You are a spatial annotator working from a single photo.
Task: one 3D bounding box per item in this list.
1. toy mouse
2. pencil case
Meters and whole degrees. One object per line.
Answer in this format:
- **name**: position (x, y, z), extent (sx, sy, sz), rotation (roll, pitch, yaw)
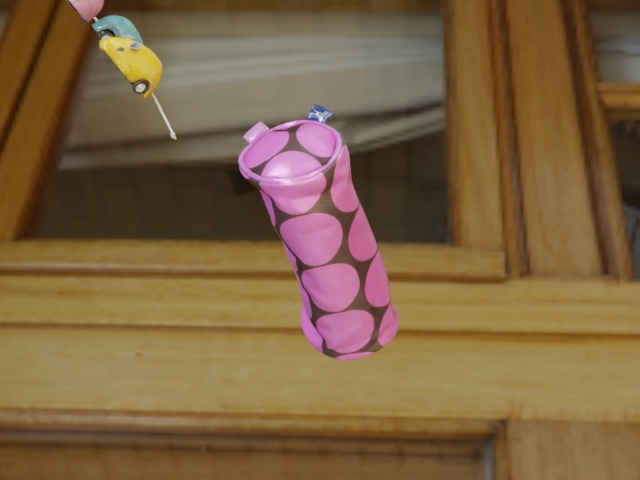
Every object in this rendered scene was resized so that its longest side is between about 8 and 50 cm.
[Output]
- **toy mouse**: position (-0.171, -0.175, 0.932), extent (0.143, 0.031, 0.161), rotation (52, 179, 45)
- **pencil case**: position (0.000, 0.000, 0.948), extent (0.095, 0.098, 0.209), rotation (-41, -47, -28)
